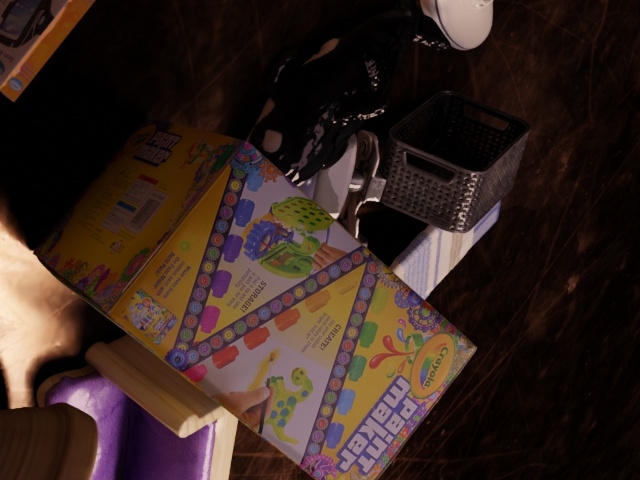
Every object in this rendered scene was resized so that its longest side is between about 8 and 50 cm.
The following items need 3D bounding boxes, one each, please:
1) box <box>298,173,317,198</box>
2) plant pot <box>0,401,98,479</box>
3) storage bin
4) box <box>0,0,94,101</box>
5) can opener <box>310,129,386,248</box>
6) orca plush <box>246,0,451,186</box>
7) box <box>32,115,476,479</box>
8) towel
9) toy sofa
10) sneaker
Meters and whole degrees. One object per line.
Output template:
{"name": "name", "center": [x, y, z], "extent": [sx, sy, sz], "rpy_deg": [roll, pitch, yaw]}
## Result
{"name": "box", "center": [-0.071, -0.002, 1.606], "extent": [0.136, 0.036, 0.225], "rpy_deg": [-24, 136, -41]}
{"name": "plant pot", "center": [-0.316, 0.240, 1.373], "extent": [0.110, 0.237, 0.237], "rpy_deg": [35, 89, -21]}
{"name": "storage bin", "center": [0.153, -0.093, 1.712], "extent": [0.180, 0.122, 0.084], "rpy_deg": [-41, 150, -53]}
{"name": "box", "center": [-0.239, -0.171, 1.164], "extent": [0.136, 0.081, 0.028], "rpy_deg": [-53, 150, -3]}
{"name": "can opener", "center": [0.000, 0.000, 1.695], "extent": [0.095, 0.076, 0.283], "rpy_deg": [9, 116, -22]}
{"name": "orca plush", "center": [0.044, -0.142, 1.540], "extent": [0.287, 0.102, 0.151], "rpy_deg": [-34, 130, -31]}
{"name": "box", "center": [-0.068, 0.052, 1.310], "extent": [0.279, 0.290, 0.177], "rpy_deg": [42, 82, -23]}
{"name": "towel", "center": [0.132, 0.022, 1.868], "extent": [0.285, 0.034, 0.209], "rpy_deg": [-46, 163, -15]}
{"name": "toy sofa", "center": [-0.194, 0.278, 1.589], "extent": [0.177, 0.150, 0.362], "rpy_deg": [-27, 139, -41]}
{"name": "sneaker", "center": [0.164, -0.293, 1.599], "extent": [0.094, 0.091, 0.258], "rpy_deg": [-44, 147, -19]}
